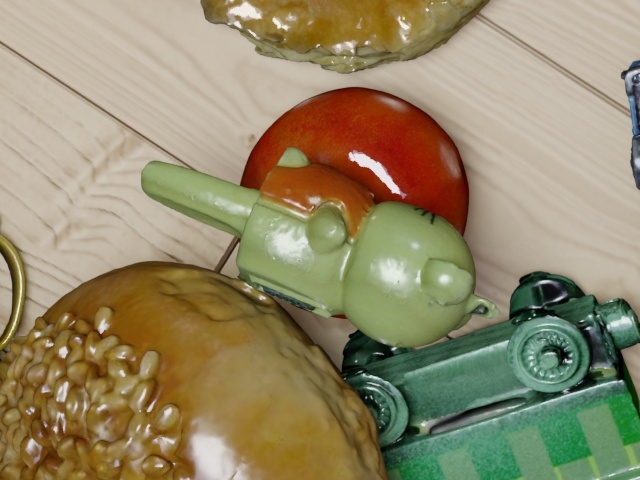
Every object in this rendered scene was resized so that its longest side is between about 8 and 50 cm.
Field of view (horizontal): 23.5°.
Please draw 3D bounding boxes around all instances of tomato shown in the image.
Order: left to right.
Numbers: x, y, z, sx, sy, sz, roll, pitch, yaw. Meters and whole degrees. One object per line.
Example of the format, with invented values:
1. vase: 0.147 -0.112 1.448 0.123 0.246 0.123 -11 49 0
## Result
1. tomato: 0.027 -0.032 1.267 0.195 0.136 0.195 4 104 14

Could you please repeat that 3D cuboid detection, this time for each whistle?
1. whistle: 0.000 0.000 1.149 0.288 0.131 0.106 23 79 11

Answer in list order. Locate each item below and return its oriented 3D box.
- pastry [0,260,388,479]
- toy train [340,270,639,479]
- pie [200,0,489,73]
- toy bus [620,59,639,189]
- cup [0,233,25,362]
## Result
1. pastry: -0.123 0.217 1.248 0.409 0.245 0.409 23 124 39
2. toy train: 0.141 0.153 1.296 0.301 0.120 0.202 -20 101 15
3. pie: 0.012 -0.296 1.232 0.339 0.083 0.339 4 107 14
4. toy bus: 0.304 -0.039 1.208 0.116 0.133 0.234 -6 107 15
5. cup: -0.364 0.083 1.371 0.241 0.185 0.226 -34 101 -14
